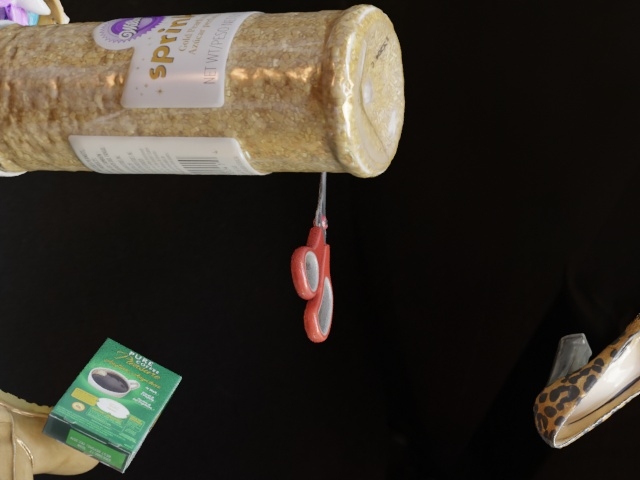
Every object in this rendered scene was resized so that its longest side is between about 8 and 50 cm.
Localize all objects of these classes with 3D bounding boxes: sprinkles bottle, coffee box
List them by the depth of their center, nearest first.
[{"bbox_3d":[-0.121,-0.106,0.931,0.355,0.121,0.121,2,107,23],"label":"sprinkles bottle"},{"bbox_3d":[-0.252,0.200,1.553,0.113,0.184,0.040,26,117,0],"label":"coffee box"}]

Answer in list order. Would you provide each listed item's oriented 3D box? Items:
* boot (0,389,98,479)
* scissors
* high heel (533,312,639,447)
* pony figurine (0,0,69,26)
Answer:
[{"bbox_3d":[-0.347,0.316,1.473,0.236,0.269,0.089,26,124,-35],"label":"boot"},{"bbox_3d":[0.000,0.000,1.477,0.021,0.297,0.109,-12,120,14],"label":"scissors"},{"bbox_3d":[0.371,0.155,1.448,0.261,0.186,0.093,-21,114,34],"label":"high heel"},{"bbox_3d":[-0.342,-0.330,1.033,0.303,0.351,0.363,-23,86,15],"label":"pony figurine"}]
